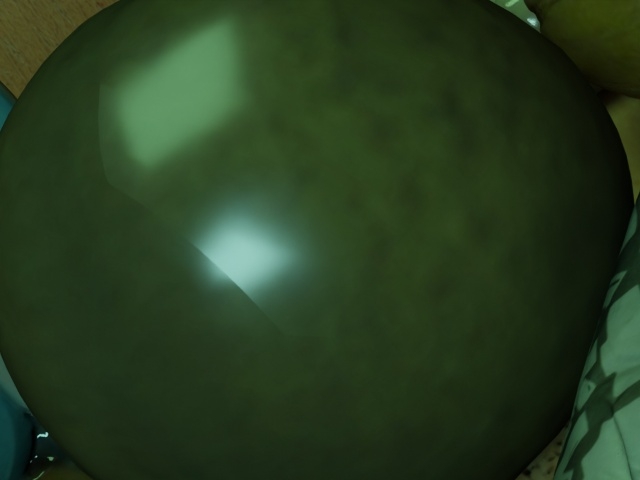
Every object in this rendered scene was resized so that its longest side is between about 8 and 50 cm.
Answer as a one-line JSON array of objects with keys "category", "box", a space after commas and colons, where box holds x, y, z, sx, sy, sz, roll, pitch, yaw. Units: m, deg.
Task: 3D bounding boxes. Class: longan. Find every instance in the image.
[{"category": "longan", "box": [0.000, 0.000, 0.671, 0.319, 0.319, 0.319, -35, 20, 15]}]

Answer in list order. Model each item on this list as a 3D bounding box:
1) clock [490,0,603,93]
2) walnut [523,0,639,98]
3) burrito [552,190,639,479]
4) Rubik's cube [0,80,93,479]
[{"category": "clock", "box": [0.151, -0.179, 1.040, 0.309, 0.114, 0.284, -35, 19, 11]}, {"category": "walnut", "box": [0.221, -0.186, 0.808, 0.222, 0.195, 0.195, -34, 20, 4]}, {"category": "burrito", "box": [0.177, 0.012, 0.569, 0.139, 0.101, 0.445, -52, 5, 40]}, {"category": "Rubik's cube", "box": [-0.279, 0.092, 0.913, 0.346, 0.344, 0.347, -43, 19, -9]}]
